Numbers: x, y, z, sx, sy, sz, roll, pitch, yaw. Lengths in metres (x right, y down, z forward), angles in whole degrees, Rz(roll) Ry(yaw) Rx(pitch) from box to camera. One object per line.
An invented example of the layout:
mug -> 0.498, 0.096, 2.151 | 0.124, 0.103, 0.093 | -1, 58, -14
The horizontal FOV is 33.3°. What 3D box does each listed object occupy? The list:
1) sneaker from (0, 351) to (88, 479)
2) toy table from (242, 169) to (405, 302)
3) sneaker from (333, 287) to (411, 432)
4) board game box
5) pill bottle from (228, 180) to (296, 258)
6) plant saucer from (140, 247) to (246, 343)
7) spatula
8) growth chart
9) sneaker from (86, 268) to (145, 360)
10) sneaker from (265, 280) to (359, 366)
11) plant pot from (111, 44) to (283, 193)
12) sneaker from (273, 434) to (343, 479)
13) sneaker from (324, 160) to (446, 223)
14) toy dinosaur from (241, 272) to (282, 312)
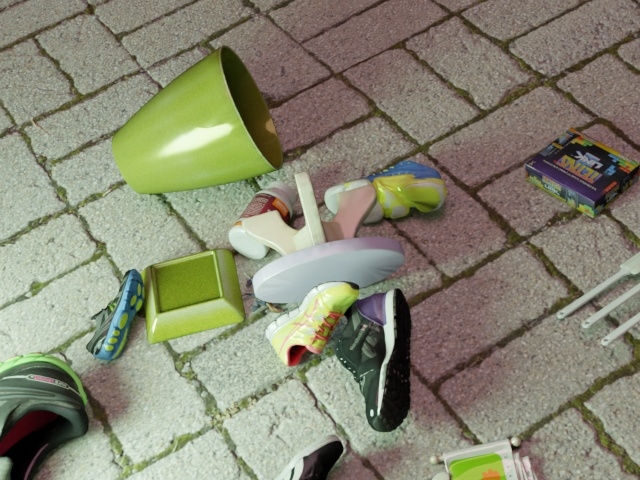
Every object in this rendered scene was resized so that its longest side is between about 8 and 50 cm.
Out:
sneaker -> -0.597, 0.364, 1.747 | 0.483, 0.185, 0.202 | -35, 47, -19
toy table -> 0.000, 0.000, 1.951 | 0.274, 0.252, 0.161 | -9, 62, -11
sneaker -> 0.083, 0.214, 1.829 | 0.124, 0.107, 0.283 | -13, 41, 20
board game box -> 0.510, -0.135, 2.087 | 0.141, 0.048, 0.170 | -37, 51, -24
pill bottle -> -0.109, -0.043, 2.096 | 0.086, 0.086, 0.152 | 15, 52, 23
plant saucer -> -0.249, 0.091, 2.026 | 0.188, 0.045, 0.188 | -14, 46, -2
spatula -> 0.542, 0.089, 1.848 | 0.242, 0.019, 0.168 | -32, 31, -12
growth chart -> 0.275, 0.407, 1.648 | 0.172, 0.021, 0.237 | -19, 46, -5
sneaker -> -0.384, 0.132, 1.990 | 0.078, 0.067, 0.188 | 7, 62, 25
sneaker -> -0.002, 0.148, 1.868 | 0.208, 0.081, 0.094 | -41, 52, 29
plant pot -> -0.267, -0.213, 2.195 | 0.293, 0.275, 0.275 | -23, 45, 12
sneaker -> -0.022, 0.413, 1.668 | 0.217, 0.079, 0.121 | -39, 55, -13
sneaker -> 0.133, -0.100, 2.118 | 0.240, 0.091, 0.126 | 0, 29, 12
toy dinosaur -> -0.116, 0.101, 2.010 | 0.090, 0.047, 0.082 | 31, 30, -15
